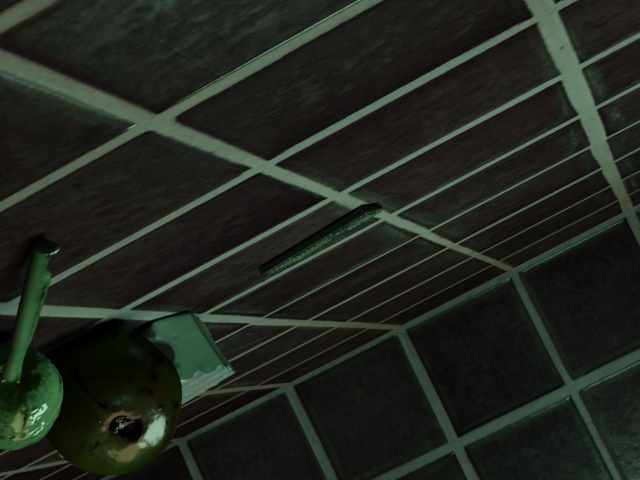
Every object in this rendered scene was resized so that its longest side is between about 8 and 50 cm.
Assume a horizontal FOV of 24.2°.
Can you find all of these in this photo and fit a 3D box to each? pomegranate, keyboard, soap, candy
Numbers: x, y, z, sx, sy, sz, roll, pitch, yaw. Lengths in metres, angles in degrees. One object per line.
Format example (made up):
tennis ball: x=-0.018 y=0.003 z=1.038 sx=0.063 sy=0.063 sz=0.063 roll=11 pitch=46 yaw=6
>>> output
pomegranate: x=-0.270 y=0.203 z=1.861 sx=0.179 sy=0.179 sz=0.210 roll=-21 pitch=-179 yaw=-29
keyboard: x=0.000 y=-0.001 z=1.926 sx=0.176 sy=0.014 sz=0.055 roll=-30 pitch=173 yaw=27
soap: x=-0.249 y=0.196 z=2.082 sx=0.289 sy=0.095 sz=0.172 roll=-34 pitch=167 yaw=36
candy: x=-0.302 y=0.101 z=1.489 sx=0.119 sy=0.119 sz=0.440 roll=-22 pitch=162 yaw=-24
